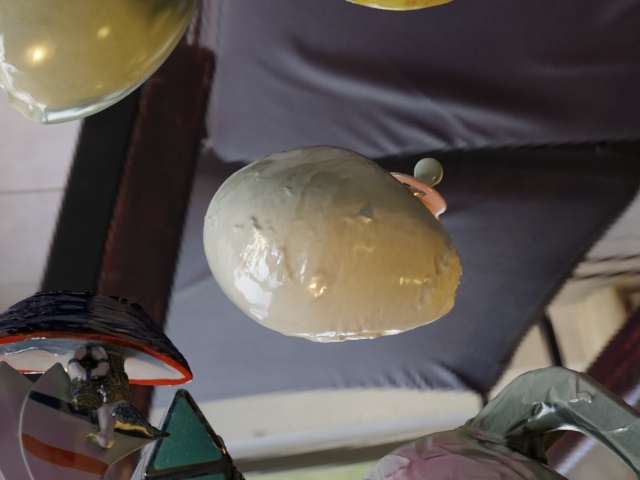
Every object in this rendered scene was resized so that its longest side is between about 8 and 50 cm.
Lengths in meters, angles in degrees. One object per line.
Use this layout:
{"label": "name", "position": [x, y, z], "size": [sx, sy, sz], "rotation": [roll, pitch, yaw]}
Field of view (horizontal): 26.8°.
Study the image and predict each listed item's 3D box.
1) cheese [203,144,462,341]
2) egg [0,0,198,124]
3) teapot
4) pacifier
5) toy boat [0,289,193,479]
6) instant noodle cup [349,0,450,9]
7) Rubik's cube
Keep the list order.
{"label": "cheese", "position": [0.000, 0.000, 1.133], "size": [0.189, 0.198, 0.154], "rotation": [-13, 120, -27]}
{"label": "egg", "position": [-0.272, -0.308, 1.531], "size": [0.336, 0.278, 0.278], "rotation": [-48, 159, -15]}
{"label": "teapot", "position": [0.100, 0.176, 0.787], "size": [0.163, 0.178, 0.221], "rotation": [9, 116, -26]}
{"label": "pacifier", "position": [0.092, -0.051, 1.320], "size": [0.081, 0.078, 0.099], "rotation": [28, 158, 10]}
{"label": "toy boat", "position": [-0.257, 0.166, 1.280], "size": [0.219, 0.318, 0.072], "rotation": [25, 134, 2]}
{"label": "instant noodle cup", "position": [0.060, -0.247, 0.705], "size": [0.215, 0.215, 0.236], "rotation": [-2, 151, -15]}
{"label": "Rubik's cube", "position": [-0.154, 0.335, 1.401], "size": [0.233, 0.229, 0.228], "rotation": [-31, 145, 2]}
